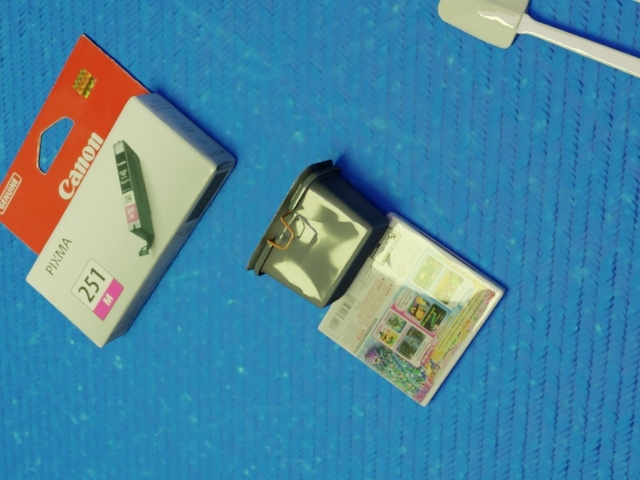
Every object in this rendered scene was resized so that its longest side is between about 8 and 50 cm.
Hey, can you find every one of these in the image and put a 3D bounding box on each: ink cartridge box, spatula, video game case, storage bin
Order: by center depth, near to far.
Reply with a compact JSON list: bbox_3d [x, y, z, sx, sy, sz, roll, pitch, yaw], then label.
[{"bbox_3d":[0.241,-0.239,0.917,0.242,0.019,0.168,25,105,15],"label":"spatula"},{"bbox_3d":[0.000,0.000,1.024,0.091,0.098,0.135,36,112,14],"label":"storage bin"},{"bbox_3d":[0.092,0.072,1.049,0.143,0.019,0.157,35,112,12],"label":"video game case"},{"bbox_3d":[-0.260,-0.056,1.147,0.239,0.060,0.275,40,114,9],"label":"ink cartridge box"}]
